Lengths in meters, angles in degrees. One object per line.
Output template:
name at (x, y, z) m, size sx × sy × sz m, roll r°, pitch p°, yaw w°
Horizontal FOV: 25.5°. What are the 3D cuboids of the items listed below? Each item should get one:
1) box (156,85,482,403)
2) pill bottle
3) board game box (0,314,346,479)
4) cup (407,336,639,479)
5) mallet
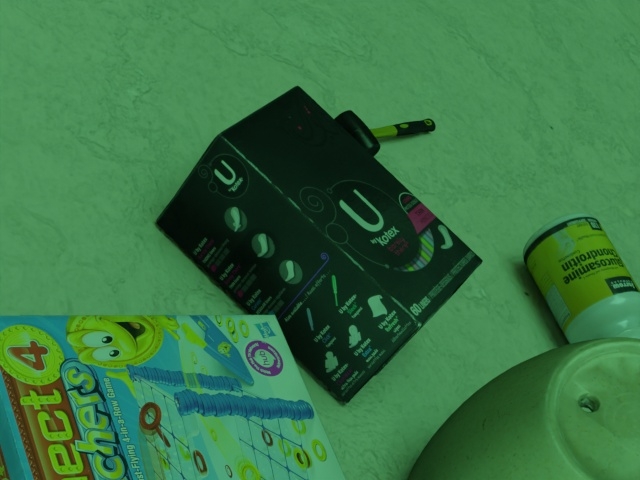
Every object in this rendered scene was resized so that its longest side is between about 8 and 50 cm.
box at (0.000, 0.000, 1.430) m, size 0.270 × 0.143 × 0.165 m, roll 43°, pitch 36°, yaw 5°
pill bottle at (0.322, 0.065, 1.673) m, size 0.103 × 0.103 × 0.184 m, roll 2°, pitch 50°, yaw -39°
board game box at (-0.124, 0.207, 1.160) m, size 0.302 × 0.086 × 0.308 m, roll 2°, pitch 51°, yaw -40°
cup at (0.251, 0.218, 1.251) m, size 0.331 × 0.237 × 0.331 m, roll 4°, pitch 51°, yaw -5°
mallet at (0.090, -0.127, 1.731) m, size 0.190 × 0.039 × 0.062 m, roll -5°, pitch 54°, yaw -48°
